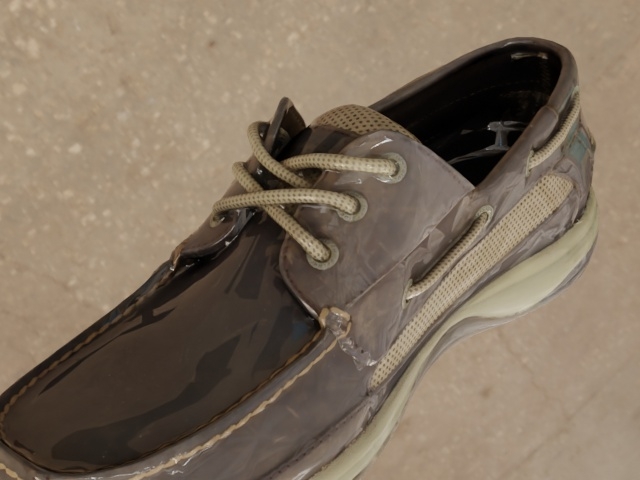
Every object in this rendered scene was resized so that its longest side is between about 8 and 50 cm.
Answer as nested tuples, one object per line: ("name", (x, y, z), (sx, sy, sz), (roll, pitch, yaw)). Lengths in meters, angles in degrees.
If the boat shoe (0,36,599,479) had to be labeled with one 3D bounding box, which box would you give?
("boat shoe", (0.000, 0.000, 0.485), (0.355, 0.132, 0.130), (-34, 131, -42))
